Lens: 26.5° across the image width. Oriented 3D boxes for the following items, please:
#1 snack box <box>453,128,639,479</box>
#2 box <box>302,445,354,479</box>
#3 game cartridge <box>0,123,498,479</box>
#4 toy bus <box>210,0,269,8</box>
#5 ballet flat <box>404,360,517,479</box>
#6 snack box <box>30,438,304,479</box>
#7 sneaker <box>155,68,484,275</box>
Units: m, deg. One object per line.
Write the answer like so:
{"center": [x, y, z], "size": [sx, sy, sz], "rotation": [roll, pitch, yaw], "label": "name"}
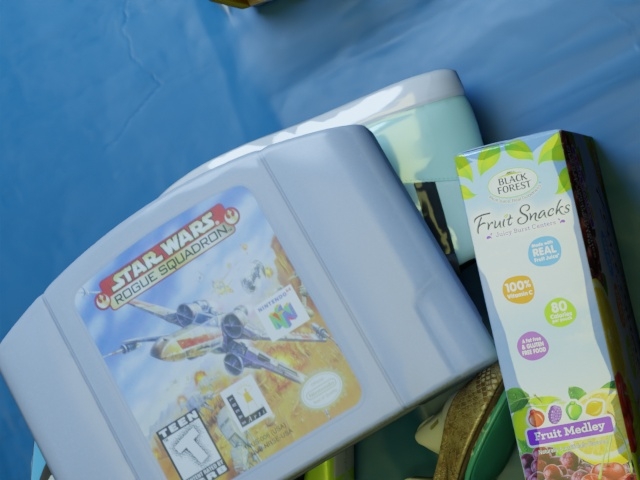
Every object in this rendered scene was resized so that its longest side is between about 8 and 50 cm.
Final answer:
{"center": [0.150, 0.040, 0.833], "size": [0.070, 0.174, 0.207], "rotation": [-12, 89, 17], "label": "snack box"}
{"center": [-0.032, 0.123, 0.969], "size": [0.109, 0.042, 0.178], "rotation": [3, 98, 23], "label": "box"}
{"center": [-0.061, 0.064, 0.866], "size": [0.297, 0.062, 0.198], "rotation": [-33, 83, 14], "label": "game cartridge"}
{"center": [-0.052, -0.260, 0.925], "size": [0.202, 0.104, 0.191], "rotation": [30, 103, 16], "label": "toy bus"}
{"center": [0.088, 0.160, 0.923], "size": [0.067, 0.073, 0.206], "rotation": [20, 97, 32], "label": "ballet flat"}
{"center": [-0.126, 0.276, 0.984], "size": [0.187, 0.060, 0.322], "rotation": [15, 110, 19], "label": "snack box"}
{"center": [0.000, 0.000, 0.927], "size": [0.256, 0.094, 0.151], "rotation": [-22, 86, 20], "label": "sneaker"}
